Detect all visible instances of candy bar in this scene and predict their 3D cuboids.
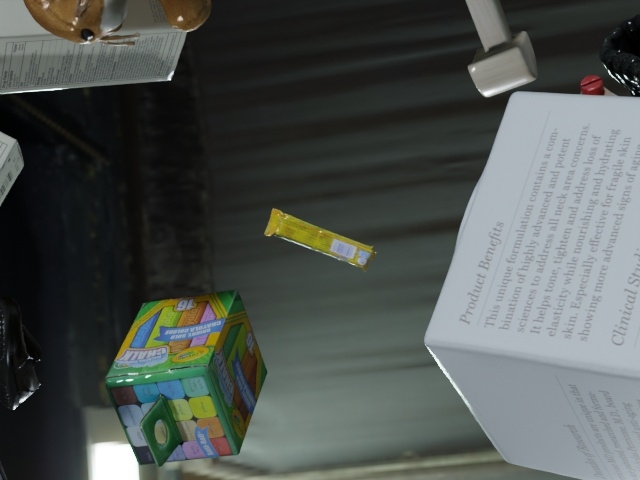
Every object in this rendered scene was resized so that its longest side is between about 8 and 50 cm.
[{"bbox_3d":[0.000,0.000,1.887,0.018,0.162,0.040,70,-139,-82],"label":"candy bar"}]

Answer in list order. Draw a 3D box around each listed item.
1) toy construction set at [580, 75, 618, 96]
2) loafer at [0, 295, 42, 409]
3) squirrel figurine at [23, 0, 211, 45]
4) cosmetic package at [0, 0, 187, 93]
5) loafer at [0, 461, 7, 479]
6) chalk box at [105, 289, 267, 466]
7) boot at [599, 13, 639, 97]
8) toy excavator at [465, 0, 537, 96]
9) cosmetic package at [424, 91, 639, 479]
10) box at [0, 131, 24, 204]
[{"bbox_3d":[0.537,-0.195,1.968,0.237,0.258,0.308,-97,12,-47],"label":"toy construction set"},{"bbox_3d":[-0.489,0.168,2.117,0.078,0.080,0.220,-28,-40,-34],"label":"loafer"},{"bbox_3d":[-0.278,-0.466,1.919,0.397,0.371,0.281,62,-176,21],"label":"squirrel figurine"},{"bbox_3d":[-0.385,-0.332,2.144,0.160,0.310,0.113,122,137,-55],"label":"cosmetic package"},{"bbox_3d":[-0.438,0.291,1.639,0.302,0.109,0.095,54,156,10],"label":"loafer"},{"bbox_3d":[-0.217,0.236,2.123,0.289,0.179,0.180,-74,-29,-58],"label":"chalk box"},{"bbox_3d":[0.426,-0.166,1.731,0.260,0.348,0.131,36,-122,-29],"label":"boot"},{"bbox_3d":[0.162,-0.431,1.769,0.445,0.222,0.432,6,-114,-68],"label":"toy excavator"},{"bbox_3d":[0.379,0.068,1.420,0.327,0.394,0.329,53,-128,-49],"label":"cosmetic package"},{"bbox_3d":[-0.583,-0.121,1.985,0.148,0.232,0.127,-64,1,-14],"label":"box"}]
